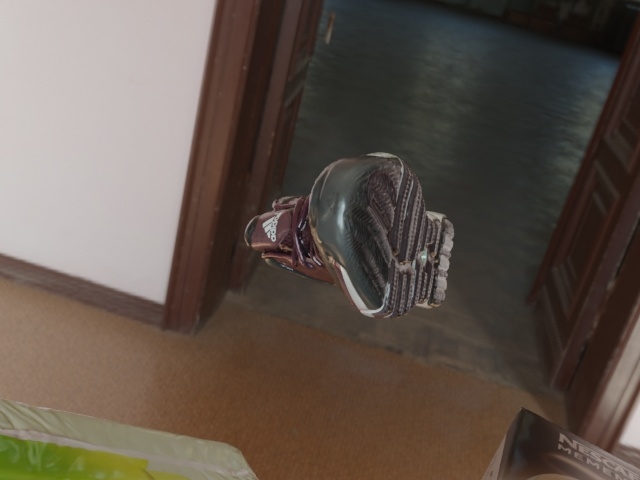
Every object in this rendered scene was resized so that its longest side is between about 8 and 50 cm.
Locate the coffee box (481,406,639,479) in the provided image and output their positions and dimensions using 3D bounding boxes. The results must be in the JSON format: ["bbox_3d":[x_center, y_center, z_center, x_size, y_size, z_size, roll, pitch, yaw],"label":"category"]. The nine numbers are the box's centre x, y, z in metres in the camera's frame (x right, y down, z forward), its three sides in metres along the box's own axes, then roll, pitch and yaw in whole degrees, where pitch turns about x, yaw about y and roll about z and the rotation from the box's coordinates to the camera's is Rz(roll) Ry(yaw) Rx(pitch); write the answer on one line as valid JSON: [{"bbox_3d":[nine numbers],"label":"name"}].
[{"bbox_3d":[0.185,0.255,0.580,0.168,0.119,0.297,26,14,14],"label":"coffee box"}]

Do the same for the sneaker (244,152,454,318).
[{"bbox_3d":[0.000,0.000,0.607,0.162,0.107,0.281,9,-8,20],"label":"sneaker"}]

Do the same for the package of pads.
[{"bbox_3d":[-0.211,0.256,0.632,0.296,0.229,0.101,29,11,-46],"label":"package of pads"}]
